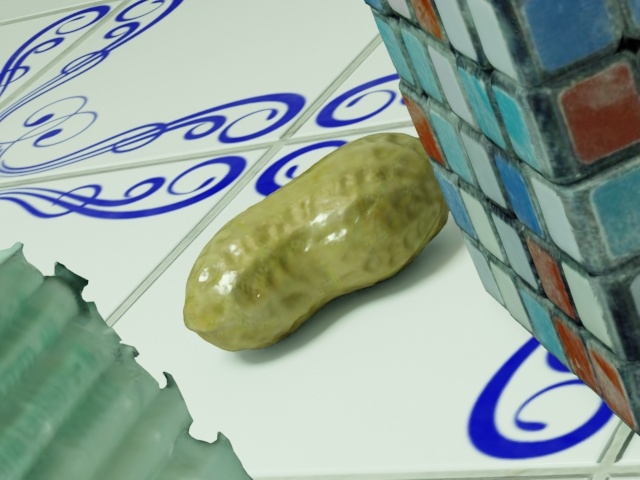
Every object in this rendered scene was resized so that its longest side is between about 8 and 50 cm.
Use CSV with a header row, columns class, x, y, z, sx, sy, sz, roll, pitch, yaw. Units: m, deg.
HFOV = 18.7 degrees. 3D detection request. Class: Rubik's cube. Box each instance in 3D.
class,x,y,z,sx,sy,sz,roll,pitch,yaw
Rubik's cube,0.217,-0.102,1.133,0.293,0.292,0.287,-24,22,-8

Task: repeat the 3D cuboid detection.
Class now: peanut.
class,x,y,z,sx,sy,sz,roll,pitch,yaw
peanut,0.000,0.000,1.360,0.226,0.095,0.108,-32,21,-18

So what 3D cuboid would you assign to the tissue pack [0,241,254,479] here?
class,x,y,z,sx,sy,sz,roll,pitch,yaw
tissue pack,-0.225,0.198,0.624,0.287,0.162,0.388,-28,18,41
